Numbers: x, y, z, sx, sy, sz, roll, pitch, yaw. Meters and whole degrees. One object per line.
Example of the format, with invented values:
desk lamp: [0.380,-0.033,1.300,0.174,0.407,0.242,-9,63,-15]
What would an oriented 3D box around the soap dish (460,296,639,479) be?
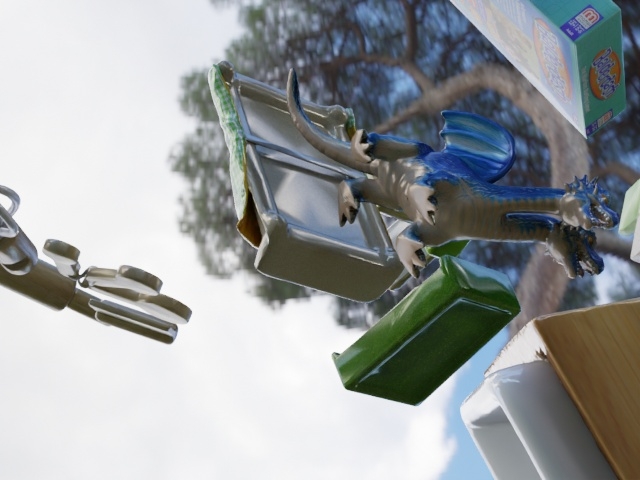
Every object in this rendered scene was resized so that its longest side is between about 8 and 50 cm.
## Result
soap dish: [0.180,0.147,0.825,0.118,0.291,0.229,-29,-100,-4]

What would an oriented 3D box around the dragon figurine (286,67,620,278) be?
dragon figurine: [0.094,-0.047,1.155,0.144,0.289,0.085,-12,-57,-35]

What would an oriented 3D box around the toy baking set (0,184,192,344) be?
toy baking set: [-0.193,0.004,0.998,0.256,0.197,0.030,26,-109,-19]

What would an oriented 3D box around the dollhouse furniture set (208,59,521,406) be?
dollhouse furniture set: [0.000,0.000,1.312,0.301,0.197,0.151,18,-50,-40]

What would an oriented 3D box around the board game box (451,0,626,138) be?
board game box: [0.158,-0.197,1.208,0.047,0.210,0.160,-37,-25,-4]

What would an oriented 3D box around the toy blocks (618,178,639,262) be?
toy blocks: [0.451,-0.034,1.301,0.261,0.190,0.381,18,-23,-6]
